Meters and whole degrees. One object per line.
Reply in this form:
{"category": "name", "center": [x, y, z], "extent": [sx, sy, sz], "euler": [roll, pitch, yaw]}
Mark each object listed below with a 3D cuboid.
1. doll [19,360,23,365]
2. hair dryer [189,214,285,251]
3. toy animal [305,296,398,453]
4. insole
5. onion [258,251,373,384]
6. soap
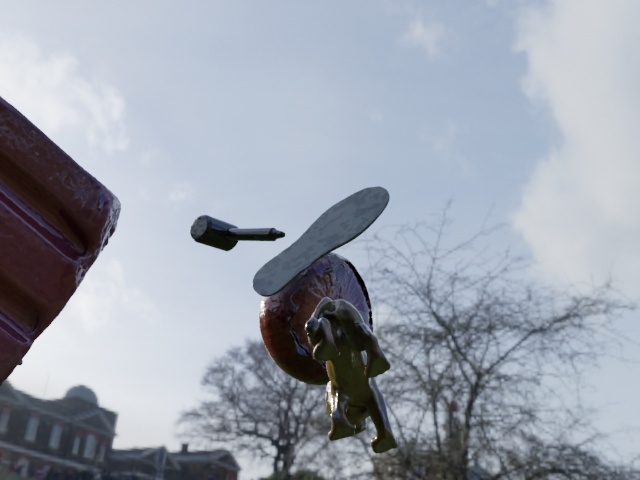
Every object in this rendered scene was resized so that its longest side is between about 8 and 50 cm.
{"category": "doll", "center": [-0.512, 0.179, 1.152], "extent": [0.039, 0.057, 0.114], "euler": [31, -11, 14]}
{"category": "hair dryer", "center": [-0.190, -0.014, 1.684], "extent": [0.247, 0.071, 0.114], "euler": [3, -12, 40]}
{"category": "toy animal", "center": [0.031, 0.174, 0.960], "extent": [0.097, 0.158, 0.313], "euler": [-17, -56, -8]}
{"category": "insole", "center": [0.000, 0.000, 0.832], "extent": [0.193, 0.065, 0.006], "euler": [-39, -47, 1]}
{"category": "onion", "center": [-0.011, 0.136, 1.270], "extent": [0.161, 0.248, 0.248], "euler": [5, -24, 32]}
{"category": "soap", "center": [-0.392, -0.056, 0.690], "extent": [0.359, 0.233, 0.128], "euler": [45, -27, -22]}
